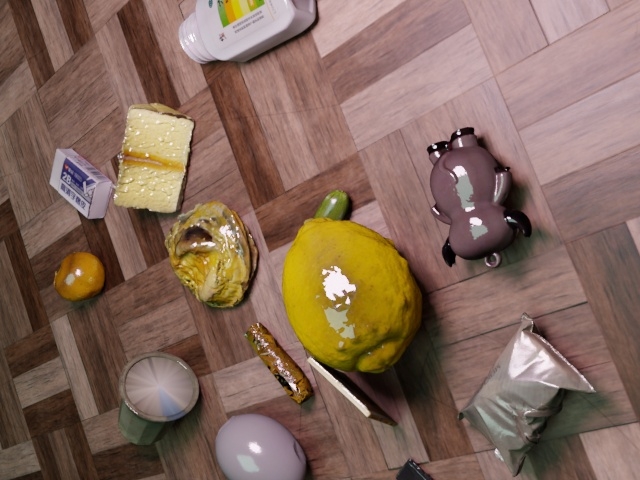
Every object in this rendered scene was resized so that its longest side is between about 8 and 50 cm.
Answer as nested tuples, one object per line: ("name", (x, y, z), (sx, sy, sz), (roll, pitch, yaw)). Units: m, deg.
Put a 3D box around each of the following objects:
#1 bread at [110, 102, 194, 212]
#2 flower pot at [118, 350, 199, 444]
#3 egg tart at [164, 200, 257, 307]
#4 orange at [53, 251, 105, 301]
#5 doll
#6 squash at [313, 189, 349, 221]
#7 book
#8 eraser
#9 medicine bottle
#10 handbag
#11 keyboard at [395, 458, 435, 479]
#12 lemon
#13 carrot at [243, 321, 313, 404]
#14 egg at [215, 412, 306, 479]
("bread", (-0.422, -0.211, 1.805), (0.178, 0.142, 0.265), (13, 108, -7))
("flower pot", (-0.453, 0.434, 1.896), (0.212, 0.212, 0.202), (51, 137, 20))
("egg tart", (-0.291, 0.042, 1.744), (0.297, 0.132, 0.296), (13, 110, 37))
("orange", (-0.704, 0.107, 2.065), (0.157, 0.134, 0.156), (-37, 33, 29))
("doll", (0.278, -0.071, 1.295), (0.182, 0.117, 0.257), (-29, 79, 38))
("squash", (0.000, 0.000, 1.547), (0.066, 0.066, 0.251), (34, 116, 29))
("book", (0.069, 0.315, 1.452), (0.170, 0.241, 0.018), (39, 87, 26))
("eraser", (-0.700, -0.167, 2.049), (0.210, 0.068, 0.124), (36, 119, 28))
("medicine bottle", (-0.171, -0.502, 1.565), (0.324, 0.124, 0.179), (-14, 89, 39))
("handbag", (0.369, 0.290, 1.285), (0.182, 0.117, 0.270), (48, 123, 37))
("keyboard", (0.255, 0.558, 1.472), (0.231, 0.023, 0.072), (42, 127, 25))
("lemon", (0.057, 0.107, 1.403), (0.316, 0.286, 0.285), (-119, 44, -58))
("carrot", (-0.102, 0.288, 1.673), (0.228, 0.069, 0.069), (48, 122, 23))
("egg", (-0.138, 0.510, 1.663), (0.232, 0.176, 0.176), (24, 111, 28))
